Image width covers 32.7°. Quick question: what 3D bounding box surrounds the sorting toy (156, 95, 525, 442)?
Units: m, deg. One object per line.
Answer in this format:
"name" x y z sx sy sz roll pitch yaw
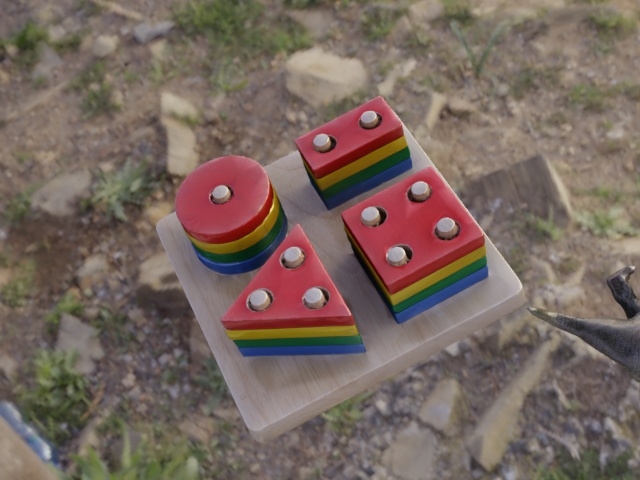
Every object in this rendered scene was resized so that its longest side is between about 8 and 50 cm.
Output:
"sorting toy" 0.000 0.000 0.949 0.255 0.089 0.257 -27 52 -5

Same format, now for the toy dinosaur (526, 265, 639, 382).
"toy dinosaur" 0.361 0.094 1.048 0.313 0.121 0.160 13 48 -15
